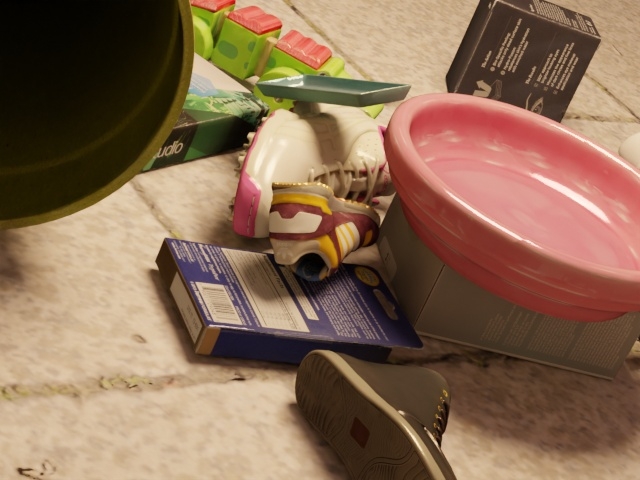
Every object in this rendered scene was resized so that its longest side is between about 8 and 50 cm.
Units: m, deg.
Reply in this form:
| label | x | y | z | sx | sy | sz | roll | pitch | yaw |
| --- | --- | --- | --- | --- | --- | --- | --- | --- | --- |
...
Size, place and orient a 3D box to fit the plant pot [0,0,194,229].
| label | x | y | z | sx | sy | sz | roll | pitch | yaw |
| --- | --- | --- | --- | --- | --- | --- | --- | --- | --- |
| plant pot | -0.294 | -0.256 | 1.328 | 0.367 | 0.366 | 0.353 | 16 | 32 | -15 |

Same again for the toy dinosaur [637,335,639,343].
| label | x | y | z | sx | sy | sz | roll | pitch | yaw |
| --- | --- | --- | --- | --- | --- | --- | --- | --- | --- |
| toy dinosaur | 0.494 | 0.128 | 1.549 | 0.322 | 0.164 | 0.218 | -5 | 16 | -9 |

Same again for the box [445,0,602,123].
| label | x | y | z | sx | sy | sz | roll | pitch | yaw |
| --- | --- | --- | --- | --- | --- | --- | --- | --- | --- |
| box | 0.273 | -0.246 | 2.027 | 0.158 | 0.156 | 0.093 | 19 | 26 | -10 |

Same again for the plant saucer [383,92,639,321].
| label | x | y | z | sx | sy | sz | roll | pitch | yaw |
| --- | --- | --- | --- | --- | --- | --- | --- | --- | --- |
| plant saucer | 0.208 | -0.027 | 1.458 | 0.332 | 0.084 | 0.332 | 20 | 27 | -10 |

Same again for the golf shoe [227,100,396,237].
| label | x | y | z | sx | sy | sz | roll | pitch | yaw |
| --- | --- | --- | --- | --- | --- | --- | --- | --- | --- |
| golf shoe | 0.005 | -0.075 | 1.527 | 0.140 | 0.115 | 0.306 | 17 | 26 | 13 |

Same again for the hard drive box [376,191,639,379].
| label | x | y | z | sx | sy | sz | roll | pitch | yaw |
| --- | --- | --- | --- | --- | --- | --- | --- | --- | --- |
| hard drive box | 0.192 | 0.034 | 1.526 | 0.232 | 0.089 | 0.181 | 15 | 28 | -18 |

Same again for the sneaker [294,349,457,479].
| label | x | y | z | sx | sy | sz | roll | pitch | yaw |
| --- | --- | --- | --- | --- | --- | --- | --- | --- | --- |
| sneaker | 0.081 | 0.162 | 1.211 | 0.118 | 0.083 | 0.222 | 4 | 32 | -35 |

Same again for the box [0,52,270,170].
| label | x | y | z | sx | sy | sz | roll | pitch | yaw |
| --- | --- | --- | --- | --- | --- | --- | --- | --- | --- |
| box | -0.236 | -0.157 | 1.565 | 0.232 | 0.058 | 0.322 | 36 | 31 | 22 |

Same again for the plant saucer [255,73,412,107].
| label | x | y | z | sx | sy | sz | roll | pitch | yaw |
| --- | --- | --- | --- | --- | --- | --- | --- | --- | --- |
| plant saucer | 0.011 | -0.153 | 1.527 | 0.067 | 0.018 | 0.192 | -13 | 16 | -32 |

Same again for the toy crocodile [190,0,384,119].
| label | x | y | z | sx | sy | sz | roll | pitch | yaw |
| --- | --- | --- | --- | --- | --- | --- | --- | --- | --- |
| toy crocodile | -0.079 | -0.228 | 1.767 | 0.341 | 0.105 | 0.115 | 29 | 27 | 10 |

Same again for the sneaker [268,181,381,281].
| label | x | y | z | sx | sy | sz | roll | pitch | yaw |
| --- | --- | --- | --- | --- | --- | --- | --- | --- | --- |
| sneaker | 0.000 | 0.000 | 1.393 | 0.070 | 0.083 | 0.185 | 3 | -9 | 27 |

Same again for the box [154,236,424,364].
| label | x | y | z | sx | sy | sz | roll | pitch | yaw |
| --- | --- | --- | --- | --- | --- | --- | --- | --- | --- |
| box | -0.027 | 0.061 | 1.359 | 0.225 | 0.036 | 0.136 | 7 | 31 | -28 |

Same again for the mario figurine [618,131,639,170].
| label | x | y | z | sx | sy | sz | roll | pitch | yaw |
| --- | --- | --- | --- | --- | --- | --- | --- | --- | --- |
| mario figurine | 0.430 | -0.019 | 1.620 | 0.170 | 0.198 | 0.320 | 1 | 2 | -29 |
